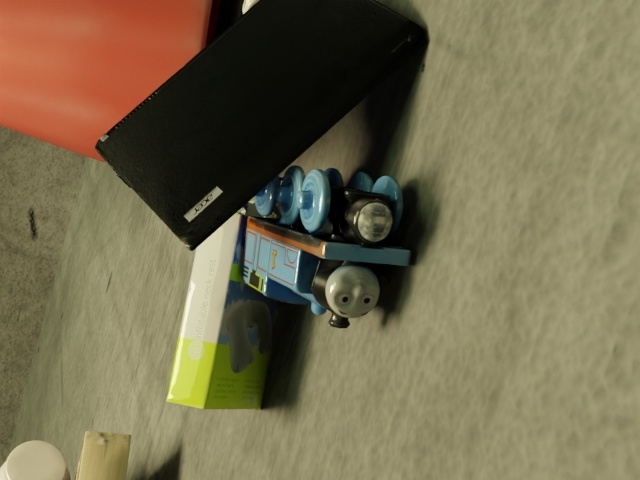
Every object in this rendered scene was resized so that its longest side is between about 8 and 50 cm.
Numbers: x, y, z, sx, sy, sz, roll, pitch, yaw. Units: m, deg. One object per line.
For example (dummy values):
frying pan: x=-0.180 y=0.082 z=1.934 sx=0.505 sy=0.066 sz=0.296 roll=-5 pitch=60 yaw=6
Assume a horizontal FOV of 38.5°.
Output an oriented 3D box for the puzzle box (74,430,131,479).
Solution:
puzzle box: x=-0.284 y=0.417 z=1.066 sx=0.409 sy=0.052 sz=0.272 roll=120 pitch=154 yaw=-54

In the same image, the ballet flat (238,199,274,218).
ballet flat: x=-0.065 y=-0.018 z=0.889 sx=0.114 sy=0.041 sz=0.041 roll=-131 pitch=58 yaw=-64

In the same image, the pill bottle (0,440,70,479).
pill bottle: x=-0.347 y=0.306 z=1.098 sx=0.160 sy=0.087 sz=0.087 roll=116 pitch=156 yaw=-46

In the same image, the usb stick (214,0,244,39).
usb stick: x=-0.091 y=-0.303 z=1.099 sx=0.077 sy=0.045 sz=0.278 roll=-17 pitch=62 yaw=58

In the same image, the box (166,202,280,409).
box: x=-0.072 y=0.051 z=0.771 sx=0.109 sy=0.042 sz=0.178 roll=24 pitch=-105 yaw=-66

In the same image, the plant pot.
plant pot: x=-0.255 y=-0.215 z=1.097 sx=0.275 sy=0.243 sz=0.274 roll=-172 pitch=90 yaw=-84

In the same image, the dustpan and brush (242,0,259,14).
dustpan and brush: x=-0.014 y=-0.302 z=0.884 sx=0.147 sy=0.060 sz=0.211 roll=-104 pitch=34 yaw=-49

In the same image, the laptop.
laptop: x=-0.056 y=-0.102 z=0.771 sx=0.234 sy=0.136 sz=0.264 roll=-42 pitch=-3 yaw=-7

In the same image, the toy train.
toy train: x=0.000 y=0.000 z=0.662 sx=0.184 sy=0.080 sz=0.105 roll=-161 pitch=75 yaw=-66
